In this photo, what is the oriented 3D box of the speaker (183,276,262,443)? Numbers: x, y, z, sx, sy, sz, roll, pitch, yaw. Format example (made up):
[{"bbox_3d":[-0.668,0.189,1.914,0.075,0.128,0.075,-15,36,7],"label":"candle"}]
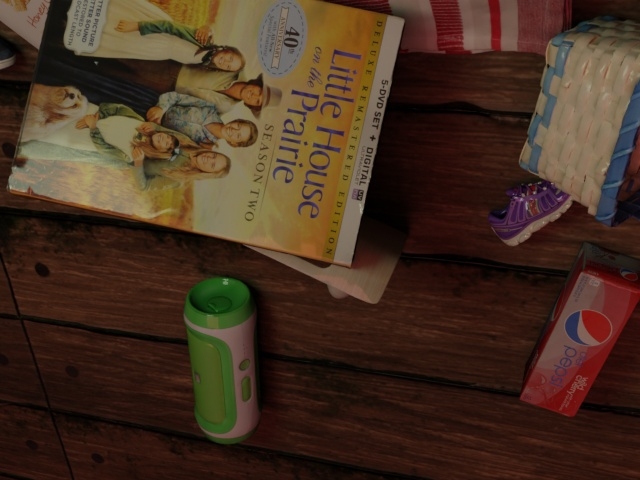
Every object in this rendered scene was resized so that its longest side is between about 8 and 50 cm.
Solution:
[{"bbox_3d":[-0.167,0.213,1.488,0.131,0.131,0.296,9,125,15],"label":"speaker"}]

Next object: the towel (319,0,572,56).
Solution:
[{"bbox_3d":[0.127,-0.284,1.010,0.329,0.037,0.237,5,165,18],"label":"towel"}]

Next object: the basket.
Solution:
[{"bbox_3d":[0.397,-0.131,0.982,0.289,0.201,0.254,35,133,31],"label":"basket"}]

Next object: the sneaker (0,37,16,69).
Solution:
[{"bbox_3d":[-0.561,-0.357,1.278,0.226,0.086,0.163,24,130,6],"label":"sneaker"}]

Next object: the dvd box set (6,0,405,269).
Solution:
[{"bbox_3d":[-0.134,-0.157,1.026,0.421,0.062,0.307,13,88,3],"label":"dvd box set"}]

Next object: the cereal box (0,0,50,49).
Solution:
[{"bbox_3d":[-0.402,-0.369,1.224,0.240,0.047,0.173,36,128,-13],"label":"cereal box"}]

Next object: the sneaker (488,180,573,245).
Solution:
[{"bbox_3d":[0.297,-0.057,1.173,0.071,0.068,0.170,44,127,-4],"label":"sneaker"}]

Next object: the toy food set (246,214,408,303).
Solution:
[{"bbox_3d":[0.000,0.000,1.189,0.220,0.306,0.092,25,100,5],"label":"toy food set"}]

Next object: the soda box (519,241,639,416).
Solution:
[{"bbox_3d":[0.381,0.136,1.258,0.092,0.083,0.263,19,126,8],"label":"soda box"}]
